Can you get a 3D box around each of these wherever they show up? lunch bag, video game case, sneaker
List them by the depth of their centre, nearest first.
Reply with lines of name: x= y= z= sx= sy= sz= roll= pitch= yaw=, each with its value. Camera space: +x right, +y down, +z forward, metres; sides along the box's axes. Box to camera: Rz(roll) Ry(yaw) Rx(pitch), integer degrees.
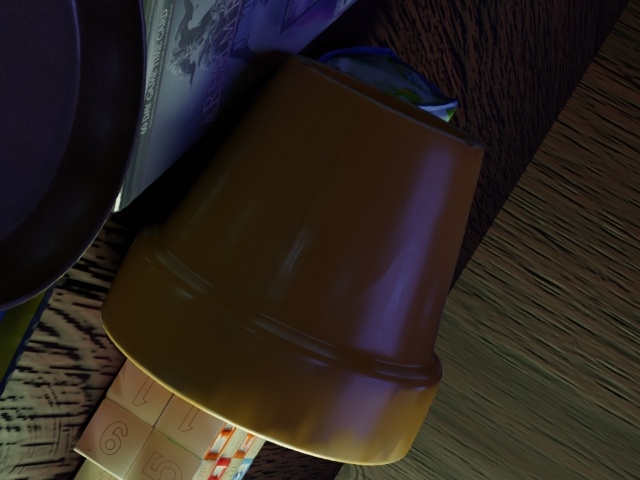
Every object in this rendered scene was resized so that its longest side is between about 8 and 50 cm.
sneaker: x=-0.137 y=-0.017 z=0.567 sx=0.069 sy=0.082 sz=0.209 roll=-58 pitch=-169 yaw=40
video game case: x=-0.025 y=-0.157 z=0.750 sx=0.274 sy=0.026 sz=0.196 roll=-49 pitch=164 yaw=-42
lunch bag: x=0.011 y=-0.064 z=0.979 sx=0.151 sy=0.096 sz=0.129 roll=-10 pitch=135 yaw=-55

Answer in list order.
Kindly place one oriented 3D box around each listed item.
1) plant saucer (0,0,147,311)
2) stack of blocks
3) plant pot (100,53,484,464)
plant saucer: x=-0.120 y=-0.059 z=0.472 sx=0.168 sy=0.029 sz=0.168 roll=-23 pitch=116 yaw=-59
stack of blocks: x=-0.111 y=0.158 z=1.024 sx=0.297 sy=0.087 sz=0.171 roll=-58 pitch=168 yaw=-2
plant pot: x=0.000 y=0.000 z=0.820 sx=0.188 sy=0.205 sz=0.205 roll=-65 pitch=167 yaw=11
